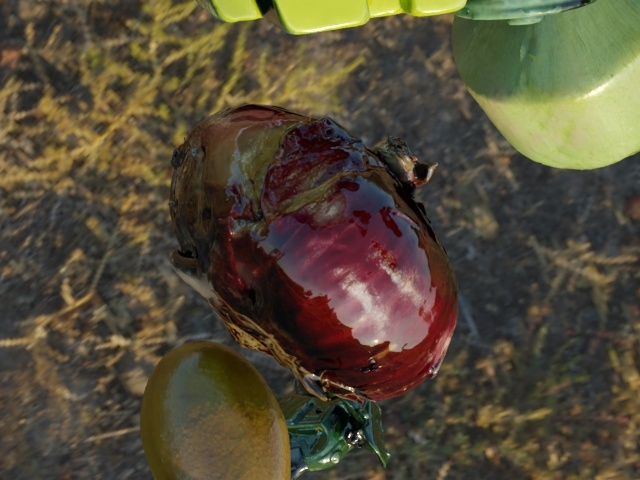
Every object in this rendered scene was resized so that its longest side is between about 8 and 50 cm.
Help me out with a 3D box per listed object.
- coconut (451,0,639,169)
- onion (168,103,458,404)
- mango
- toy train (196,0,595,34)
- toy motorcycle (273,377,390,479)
[{"bbox_3d":[0.318,-0.246,1.797,0.328,0.328,0.281,20,56,-23],"label":"coconut"},{"bbox_3d":[0.000,0.000,1.311,0.314,0.314,0.232,46,78,-8],"label":"onion"},{"bbox_3d":[-0.095,0.203,1.375,0.136,0.099,0.227,-12,71,-1],"label":"mango"},{"bbox_3d":[0.026,-0.245,1.057,0.272,0.442,0.179,-10,107,-10],"label":"toy train"},{"bbox_3d":[-0.024,0.267,1.825,0.274,0.187,0.125,-46,138,-18],"label":"toy motorcycle"}]
